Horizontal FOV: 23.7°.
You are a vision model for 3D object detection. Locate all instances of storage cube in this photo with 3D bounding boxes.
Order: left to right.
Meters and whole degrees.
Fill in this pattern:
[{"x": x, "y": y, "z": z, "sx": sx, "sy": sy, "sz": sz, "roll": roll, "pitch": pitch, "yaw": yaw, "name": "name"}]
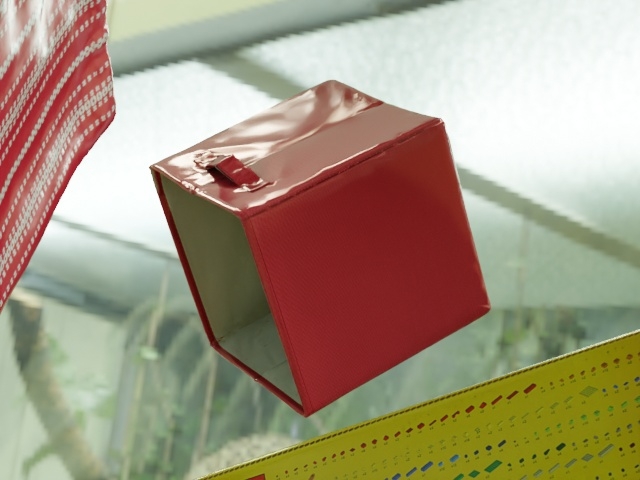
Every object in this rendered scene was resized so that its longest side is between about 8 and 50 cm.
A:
[{"x": 0.000, "y": 0.000, "z": 1.281, "sx": 0.193, "sy": 0.215, "sz": 0.184, "roll": -28, "pitch": 27, "yaw": -20, "name": "storage cube"}]

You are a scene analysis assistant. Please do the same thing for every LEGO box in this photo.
[{"x": 0.164, "y": 0.265, "z": 1.230, "sx": 0.500, "sy": 0.193, "sz": 0.372, "roll": -21, "pitch": -29, "yaw": 17, "name": "LEGO box"}]

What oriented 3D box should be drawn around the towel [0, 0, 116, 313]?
[{"x": -0.124, "y": -0.114, "z": 0.671, "sx": 0.031, "sy": 0.199, "sz": 0.275, "roll": 11, "pitch": -53, "yaw": 4, "name": "towel"}]
